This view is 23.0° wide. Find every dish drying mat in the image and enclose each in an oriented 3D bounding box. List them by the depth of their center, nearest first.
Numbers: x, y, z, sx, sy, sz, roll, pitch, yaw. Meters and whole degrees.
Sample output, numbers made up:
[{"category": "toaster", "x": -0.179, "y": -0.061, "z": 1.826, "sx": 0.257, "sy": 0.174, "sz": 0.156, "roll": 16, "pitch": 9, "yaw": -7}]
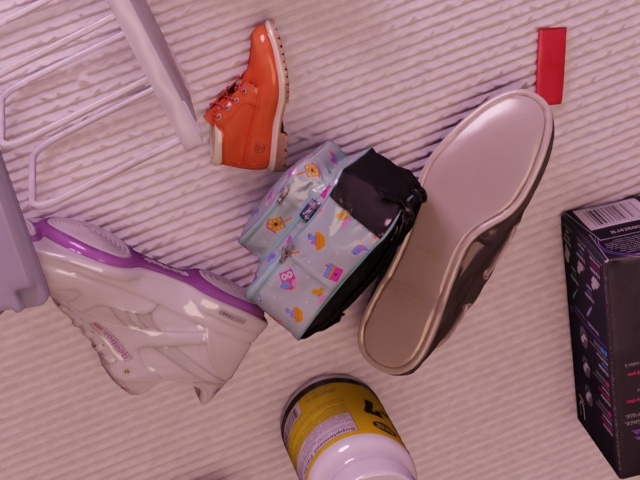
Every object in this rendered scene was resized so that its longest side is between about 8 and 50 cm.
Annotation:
[{"category": "dish drying mat", "x": 0.242, "y": -0.183, "z": 1.658, "sx": 0.032, "sy": 0.008, "sz": 0.083, "roll": -5, "pitch": 111, "yaw": -12}]

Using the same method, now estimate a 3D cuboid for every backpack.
[{"category": "backpack", "x": 0.000, "y": 0.000, "z": 1.584, "sx": 0.144, "sy": 0.166, "sz": 0.188, "roll": 31, "pitch": 110, "yaw": 2}]

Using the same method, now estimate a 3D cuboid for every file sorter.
[{"category": "file sorter", "x": -0.249, "y": -0.199, "z": 1.434, "sx": 0.173, "sy": 0.193, "sz": 0.278, "roll": -25, "pitch": 115, "yaw": 1}]

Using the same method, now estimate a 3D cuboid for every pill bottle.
[{"category": "pill bottle", "x": 0.034, "y": 0.237, "z": 1.663, "sx": 0.119, "sy": 0.208, "sz": 0.119, "roll": -5, "pitch": 113, "yaw": -12}]

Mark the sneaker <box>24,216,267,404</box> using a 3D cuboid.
[{"category": "sneaker", "x": -0.208, "y": 0.077, "z": 1.592, "sx": 0.305, "sy": 0.114, "sz": 0.152, "roll": 24, "pitch": 103, "yaw": -21}]

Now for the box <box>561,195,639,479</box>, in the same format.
[{"category": "box", "x": 0.370, "y": 0.098, "z": 1.725, "sx": 0.165, "sy": 0.143, "sz": 0.270, "roll": -11, "pitch": 114, "yaw": -7}]

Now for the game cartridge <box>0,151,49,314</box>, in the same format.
[{"category": "game cartridge", "x": -0.419, "y": -0.009, "z": 1.491, "sx": 0.294, "sy": 0.060, "sz": 0.196, "roll": -8, "pitch": 118, "yaw": 14}]

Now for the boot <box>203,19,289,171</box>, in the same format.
[{"category": "boot", "x": -0.074, "y": -0.143, "z": 1.572, "sx": 0.084, "sy": 0.059, "sz": 0.158, "roll": 0, "pitch": 112, "yaw": -8}]

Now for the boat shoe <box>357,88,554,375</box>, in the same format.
[{"category": "boat shoe", "x": 0.143, "y": -0.010, "z": 1.669, "sx": 0.112, "sy": 0.095, "sz": 0.335, "roll": 31, "pitch": 99, "yaw": 14}]
